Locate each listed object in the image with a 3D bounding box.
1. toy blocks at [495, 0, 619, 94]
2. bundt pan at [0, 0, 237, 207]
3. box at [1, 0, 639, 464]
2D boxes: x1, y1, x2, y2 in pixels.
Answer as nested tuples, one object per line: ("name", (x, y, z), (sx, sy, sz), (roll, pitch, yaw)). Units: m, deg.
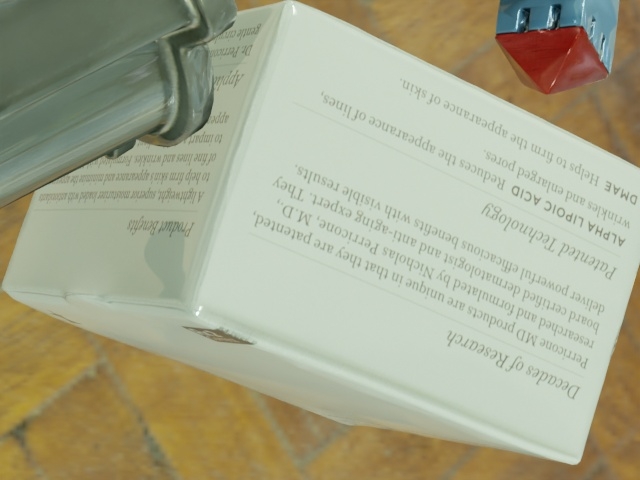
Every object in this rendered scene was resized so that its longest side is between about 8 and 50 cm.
("toy blocks", (0.069, -0.245, 0.960), (0.381, 0.191, 0.260), (51, 43, -51))
("bundt pan", (-0.172, -0.123, 0.458), (0.124, 0.331, 0.331), (-39, 107, -19))
("box", (0.000, 0.000, 0.773), (0.182, 0.181, 0.119), (23, 79, -28))
